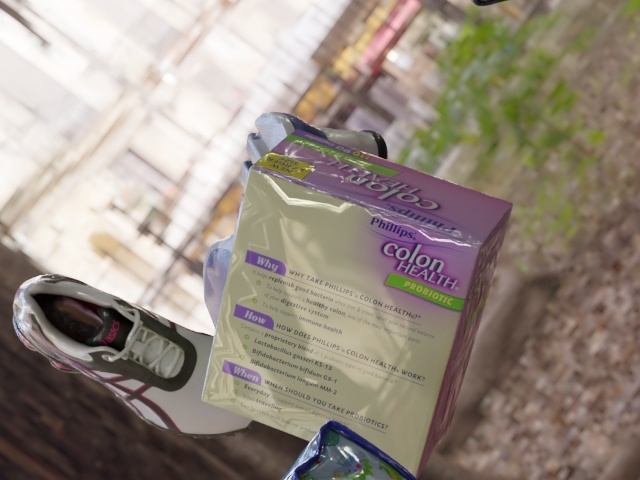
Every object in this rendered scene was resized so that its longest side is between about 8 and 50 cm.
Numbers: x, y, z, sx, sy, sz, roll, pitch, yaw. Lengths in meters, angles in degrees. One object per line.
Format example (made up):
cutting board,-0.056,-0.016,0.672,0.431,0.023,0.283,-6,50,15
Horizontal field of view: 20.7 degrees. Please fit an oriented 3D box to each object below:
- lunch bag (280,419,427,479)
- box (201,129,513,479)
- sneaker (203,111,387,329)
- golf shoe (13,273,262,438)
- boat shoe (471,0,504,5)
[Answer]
lunch bag,0.027,0.223,1.242,0.129,0.151,0.096,-56,-3,37
box,0.031,0.056,1.566,0.117,0.213,0.243,-46,-28,-60
sneaker,0.000,-0.001,1.799,0.315,0.182,0.127,113,145,-43
golf shoe,-0.174,0.114,1.686,0.120,0.273,0.105,108,-176,-79
boat shoe,0.274,-0.310,1.869,0.095,0.254,0.079,78,-178,-54
